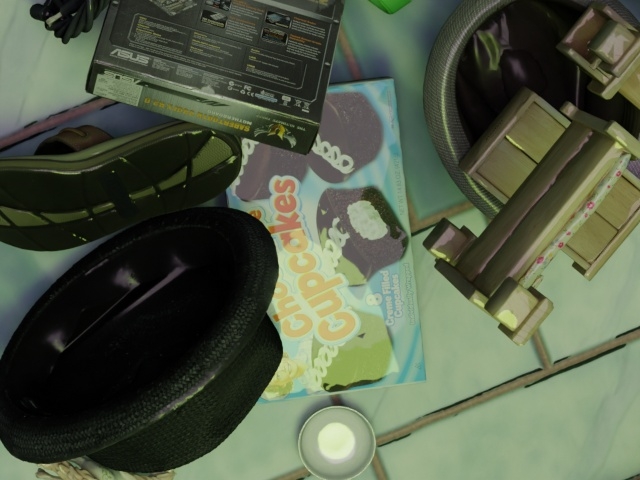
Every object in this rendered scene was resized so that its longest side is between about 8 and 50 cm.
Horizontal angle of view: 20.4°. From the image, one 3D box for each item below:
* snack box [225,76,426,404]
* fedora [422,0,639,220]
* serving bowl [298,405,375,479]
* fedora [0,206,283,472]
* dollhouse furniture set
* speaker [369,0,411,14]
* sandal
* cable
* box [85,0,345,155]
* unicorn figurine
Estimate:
[{"bbox_3d":[0.000,0.000,1.857,0.187,0.060,0.322,-8,99,-3],"label":"snack box"},{"bbox_3d":[0.222,-0.146,1.823,0.243,0.124,0.275,-37,105,2],"label":"fedora"},{"bbox_3d":[0.016,0.215,1.904,0.083,0.027,0.083,-1,98,-6],"label":"serving bowl"},{"bbox_3d":[-0.159,0.122,1.778,0.334,0.334,0.152,-36,126,1],"label":"fedora"},{"bbox_3d":[0.268,-0.037,1.606,0.174,0.355,0.303,37,95,-15],"label":"dollhouse furniture set"},{"bbox_3d":[0.126,-0.373,1.783,0.131,0.131,0.296,40,93,-9],"label":"speaker"},{"bbox_3d":[-0.226,-0.068,1.813,0.302,0.086,0.120,-11,132,5],"label":"sandal"},{"bbox_3d":[-0.221,-0.284,1.757,0.047,0.150,0.184,33,94,-28],"label":"cable"},{"bbox_3d":[-0.101,-0.199,1.771,0.231,0.056,0.183,15,55,-7],"label":"box"},{"bbox_3d":[-0.222,0.243,1.856,0.111,0.162,0.060,13,103,21],"label":"unicorn figurine"}]
